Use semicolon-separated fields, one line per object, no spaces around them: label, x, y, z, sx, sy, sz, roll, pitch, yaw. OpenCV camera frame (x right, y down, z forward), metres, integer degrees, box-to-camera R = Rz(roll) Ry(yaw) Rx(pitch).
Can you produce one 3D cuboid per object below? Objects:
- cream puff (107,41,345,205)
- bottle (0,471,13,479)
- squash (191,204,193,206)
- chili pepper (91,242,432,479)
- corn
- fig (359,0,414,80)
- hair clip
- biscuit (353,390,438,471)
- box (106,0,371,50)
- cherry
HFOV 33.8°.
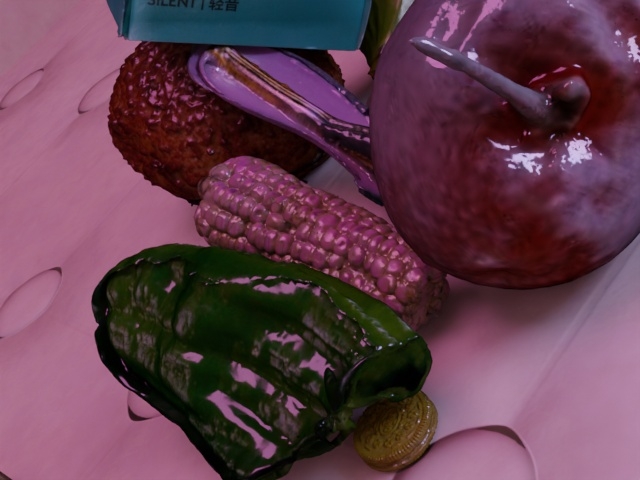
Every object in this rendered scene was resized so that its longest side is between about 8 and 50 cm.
cream puff;-0.137;-0.203;1.447;0.351;0.228;0.350;-14;38;11
bottle;-0.414;0.325;1.273;0.101;0.047;0.063;-55;-3;-18
squash;-0.199;-0.144;1.642;0.080;0.071;0.318;-21;32;-8
chili pepper;-0.061;0.113;1.037;0.168;0.213;0.385;-8;16;-44
corn;-0.002;-0.001;1.127;0.335;0.126;0.126;23;65;39
fig;0.091;-0.349;1.452;0.233;0.233;0.314;12;61;54
hair clip;-0.006;-0.155;1.258;0.359;0.095;0.110;34;87;23
biscuit;0.069;0.172;0.963;0.084;0.023;0.084;-28;32;19
box;-0.111;-0.337;1.335;0.312;0.118;0.205;-1;33;-20
cherry;0.180;-0.132;0.967;0.335;0.292;0.326;-89;16;-55
